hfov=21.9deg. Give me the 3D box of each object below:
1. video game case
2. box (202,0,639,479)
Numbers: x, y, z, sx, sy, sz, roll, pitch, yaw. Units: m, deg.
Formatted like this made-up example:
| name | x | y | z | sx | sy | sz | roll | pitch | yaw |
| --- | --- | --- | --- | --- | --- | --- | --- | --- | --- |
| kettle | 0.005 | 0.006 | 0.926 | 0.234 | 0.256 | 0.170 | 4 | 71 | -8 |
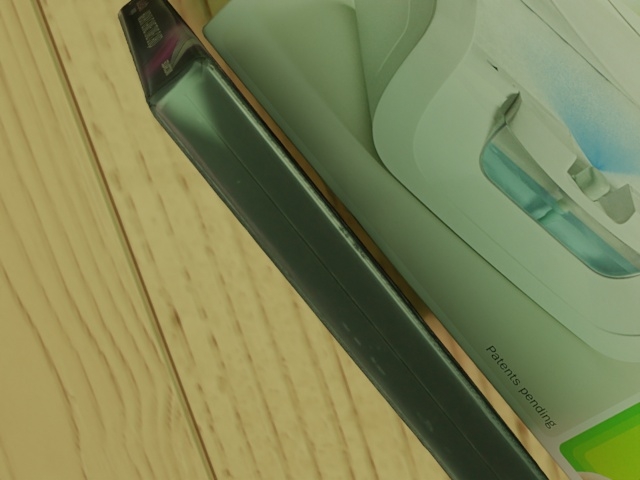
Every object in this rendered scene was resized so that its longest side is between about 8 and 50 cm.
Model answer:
| name | x | y | z | sx | sy | sz | roll | pitch | yaw |
| --- | --- | --- | --- | --- | --- | --- | --- | --- | --- |
| video game case | 0.000 | 0.000 | 0.593 | 0.026 | 0.274 | 0.196 | -38 | 105 | 2 |
| box | 0.136 | -0.054 | 0.562 | 0.262 | 0.127 | 0.231 | 51 | 132 | -4 |
